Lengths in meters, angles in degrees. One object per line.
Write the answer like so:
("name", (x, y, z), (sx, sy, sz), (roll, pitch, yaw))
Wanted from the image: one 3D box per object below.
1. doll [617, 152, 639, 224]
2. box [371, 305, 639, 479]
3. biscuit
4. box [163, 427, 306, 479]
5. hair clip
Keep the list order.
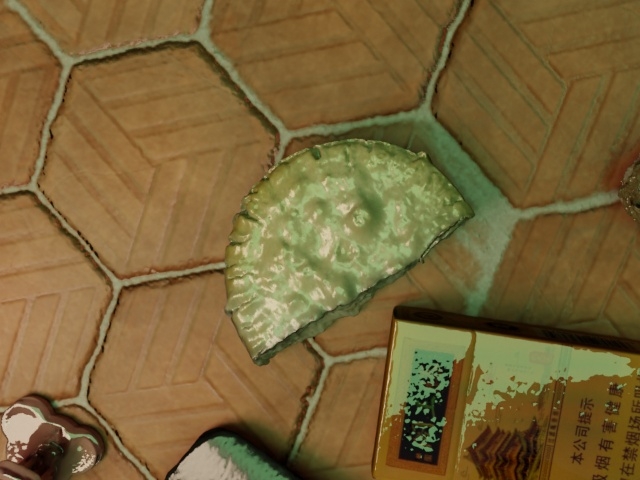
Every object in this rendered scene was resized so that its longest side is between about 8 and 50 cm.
("doll", (0.395, -0.023, 0.702), (0.221, 0.105, 0.115), (21, 57, -4))
("box", (0.200, 0.176, 0.761), (0.274, 0.076, 0.174), (8, 97, 5))
("biscuit", (0.000, 0.000, 0.755), (0.281, 0.084, 0.179), (-39, 92, 10))
("box", (-0.098, 0.329, 0.821), (0.201, 0.042, 0.212), (34, 102, 8))
("hair clip", (-0.328, 0.267, 0.852), (0.123, 0.102, 0.138), (24, 132, 4))
